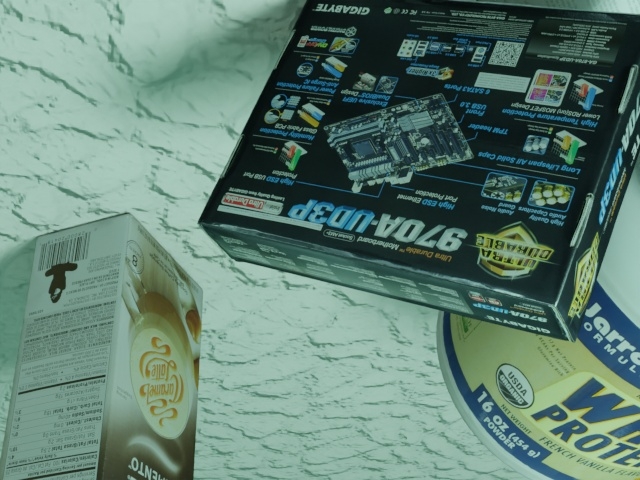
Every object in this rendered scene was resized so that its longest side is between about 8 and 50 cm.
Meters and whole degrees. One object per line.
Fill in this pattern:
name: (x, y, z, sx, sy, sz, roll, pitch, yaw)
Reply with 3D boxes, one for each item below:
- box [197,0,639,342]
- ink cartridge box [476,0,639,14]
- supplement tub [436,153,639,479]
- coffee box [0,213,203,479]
box: (0.061, -0.053, 0.590, 0.220, 0.175, 0.051, 12, 158, 29)
ink cartridge box: (0.184, -0.169, 0.626, 0.179, 0.045, 0.145, -30, 139, 11)
supplement tub: (0.240, 0.027, 0.736, 0.228, 0.228, 0.316, 9, 146, -15)
coffee box: (-0.172, 0.124, 0.853, 0.098, 0.247, 0.141, -13, 145, 18)
